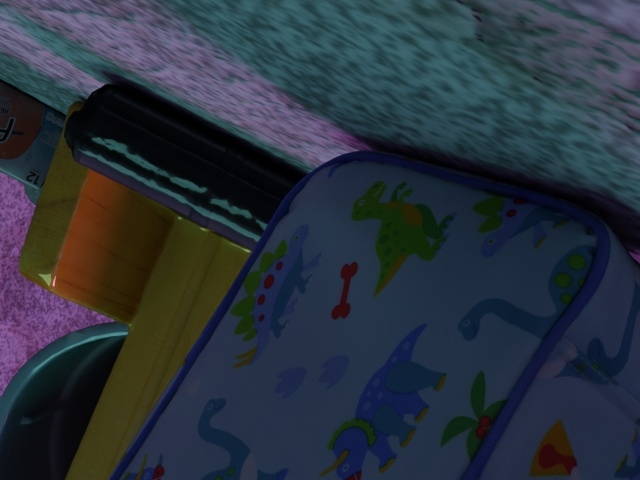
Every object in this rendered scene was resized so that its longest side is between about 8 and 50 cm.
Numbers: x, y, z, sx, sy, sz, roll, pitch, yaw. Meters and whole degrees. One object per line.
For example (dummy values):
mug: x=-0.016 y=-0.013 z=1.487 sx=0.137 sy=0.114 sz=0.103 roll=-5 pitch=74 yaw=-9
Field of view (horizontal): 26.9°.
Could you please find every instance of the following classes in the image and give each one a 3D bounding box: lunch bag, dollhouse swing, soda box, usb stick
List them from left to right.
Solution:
soda box: x=-0.273 y=-0.104 z=0.969 sx=0.183 sy=0.058 sz=0.063 roll=28 pitch=175 yaw=-19
dollhouse swing: x=-0.048 y=0.141 z=0.893 sx=0.347 sy=0.305 sz=0.315 roll=27 pitch=175 yaw=13
usb stick: x=0.000 y=0.000 z=0.684 sx=0.278 sy=0.045 sz=0.077 roll=27 pitch=174 yaw=-2
lunch bag: x=0.012 y=0.079 z=0.455 sx=0.090 sy=0.219 sz=0.176 roll=40 pitch=167 yaw=-36

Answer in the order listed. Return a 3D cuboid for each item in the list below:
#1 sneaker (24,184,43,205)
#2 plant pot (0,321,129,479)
sneaker: x=-0.192 y=-0.009 z=1.150 sx=0.105 sy=0.115 sz=0.281 roll=31 pitch=173 yaw=-36
plant pot: x=-0.084 y=0.195 z=1.273 sx=0.341 sy=0.341 sz=0.334 roll=26 pitch=-160 yaw=12
